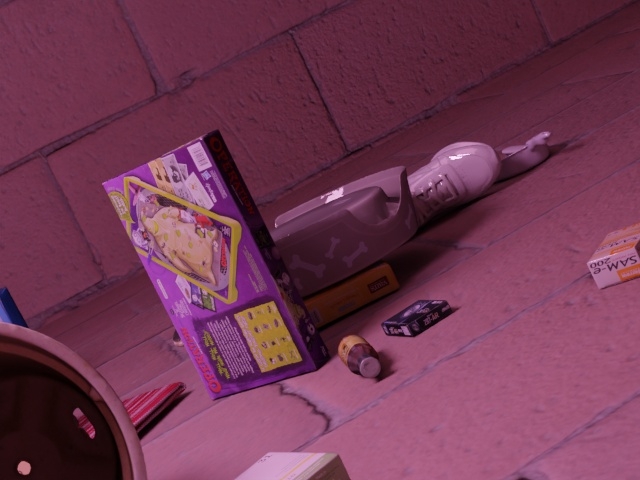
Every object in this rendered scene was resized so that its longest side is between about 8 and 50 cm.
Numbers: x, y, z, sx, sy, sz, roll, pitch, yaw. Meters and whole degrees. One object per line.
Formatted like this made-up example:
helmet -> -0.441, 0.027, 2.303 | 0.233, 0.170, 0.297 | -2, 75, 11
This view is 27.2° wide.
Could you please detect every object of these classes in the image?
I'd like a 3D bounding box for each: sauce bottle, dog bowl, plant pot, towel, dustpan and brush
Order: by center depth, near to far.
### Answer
plant pot -> -0.332, 0.248, 1.374 | 0.333, 0.334, 0.305 | -27, -2, -3
sauce bottle -> 0.049, 0.144, 1.626 | 0.042, 0.042, 0.128 | -28, 6, -5
towel -> -0.349, 0.295, 1.976 | 0.275, 0.031, 0.199 | -22, 10, 29
dog bowl -> 0.000, 0.000, 2.114 | 0.348, 0.102, 0.349 | -25, 8, 4
dustpan and brush -> 0.375, -0.162, 2.405 | 0.147, 0.060, 0.211 | -30, 9, -18

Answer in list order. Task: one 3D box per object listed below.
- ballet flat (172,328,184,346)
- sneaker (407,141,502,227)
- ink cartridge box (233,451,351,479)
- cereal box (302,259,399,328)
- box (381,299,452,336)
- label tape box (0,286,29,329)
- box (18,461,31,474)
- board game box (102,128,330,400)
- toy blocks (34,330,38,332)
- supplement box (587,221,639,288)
ballet flat -> -0.202, 0.145, 2.323 | 0.057, 0.049, 0.173 | 3, 26, 29
sneaker -> 0.187, -0.066, 2.343 | 0.305, 0.114, 0.152 | -28, 21, 24
ink cartridge box -> -0.096, 0.272, 1.275 | 0.171, 0.056, 0.235 | -33, 13, -34
cereal box -> 0.021, 0.078, 2.084 | 0.173, 0.047, 0.240 | -27, 8, -5
box -> 0.125, 0.102, 1.730 | 0.067, 0.018, 0.083 | -30, 9, -20
label tape box -> -0.672, 0.266, 2.409 | 0.333, 0.241, 0.106 | -27, 9, 0
box -> -0.384, 0.335, 1.625 | 0.164, 0.021, 0.201 | -24, 31, 10
board game box -> -0.145, 0.040, 1.812 | 0.208, 0.347, 0.056 | -20, 10, 34
toy blocks -> -0.551, 0.251, 1.959 | 0.261, 0.381, 0.191 | -2, 38, -33
supplement box -> 0.351, 0.014, 1.511 | 0.062, 0.036, 0.098 | -22, 10, 33
